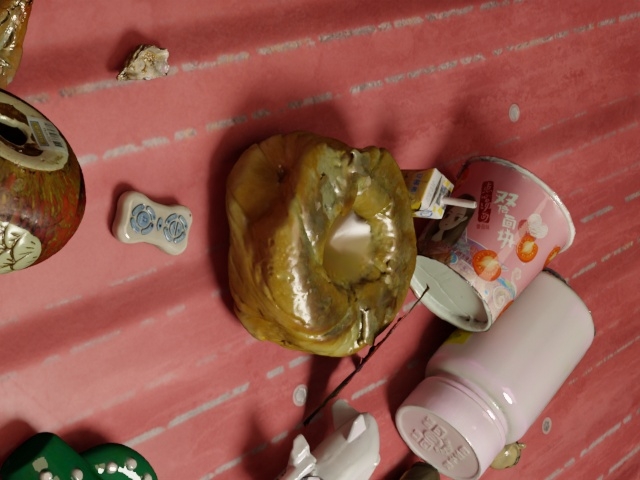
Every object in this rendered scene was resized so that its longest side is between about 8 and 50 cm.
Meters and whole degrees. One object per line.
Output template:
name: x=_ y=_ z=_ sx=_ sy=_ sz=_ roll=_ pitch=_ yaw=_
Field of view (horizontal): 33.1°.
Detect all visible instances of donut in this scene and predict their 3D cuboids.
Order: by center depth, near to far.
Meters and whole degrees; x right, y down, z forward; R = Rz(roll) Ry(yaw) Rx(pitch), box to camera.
donut: x=0.000 y=0.000 z=1.636 sx=0.360 sy=0.170 sz=0.361 roll=-8 pitch=100 yaw=-49

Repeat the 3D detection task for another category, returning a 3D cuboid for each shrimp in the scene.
shrimp: x=-0.391 y=-0.254 z=1.309 sx=0.091 sy=0.043 sz=0.184 roll=38 pitch=74 yaw=-48

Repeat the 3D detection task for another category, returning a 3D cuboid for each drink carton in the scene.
drink carton: x=0.159 y=-0.076 z=1.761 sx=0.074 sy=0.200 sz=0.084 roll=40 pitch=66 yaw=-38

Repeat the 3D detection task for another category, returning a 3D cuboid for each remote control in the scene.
remote control: x=-0.231 y=-0.024 z=1.492 sx=0.122 sy=0.032 sz=0.074 roll=16 pitch=82 yaw=-46

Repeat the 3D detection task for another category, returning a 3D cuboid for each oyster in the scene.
oyster: x=-0.243 y=-0.243 z=1.462 sx=0.093 sy=0.034 sz=0.051 roll=-14 pitch=120 yaw=-55

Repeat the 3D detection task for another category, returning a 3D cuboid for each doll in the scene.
doll: x=0.337 y=0.388 z=2.069 sx=0.179 sy=0.102 sz=0.089 roll=41 pitch=27 yaw=-39

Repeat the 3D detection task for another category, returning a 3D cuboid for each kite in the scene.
kite: x=0.084 y=0.173 z=1.728 sx=0.016 sy=0.234 sz=0.321 roll=40 pitch=75 yaw=7

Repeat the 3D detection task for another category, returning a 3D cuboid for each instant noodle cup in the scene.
instant noodle cup: x=0.282 y=0.012 z=1.882 sx=0.231 sy=0.243 sz=0.243 roll=-48 pitch=125 yaw=-23

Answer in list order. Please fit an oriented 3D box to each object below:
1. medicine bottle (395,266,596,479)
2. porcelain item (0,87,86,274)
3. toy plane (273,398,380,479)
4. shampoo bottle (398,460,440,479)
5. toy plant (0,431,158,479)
medicine bottle: x=0.318 y=0.236 z=1.937 sx=0.378 sy=0.213 sz=0.214 roll=-45 pitch=123 yaw=-30
porcelain item: x=-0.403 y=-0.049 z=1.223 sx=0.253 sy=0.253 sz=0.253 roll=-5 pitch=98 yaw=-45
toy plane: x=-0.001 y=0.377 z=1.689 sx=0.267 sy=0.122 sz=0.267 roll=-38 pitch=143 yaw=-35
shampoo bottle: x=0.091 y=0.524 z=1.832 sx=0.350 sy=0.084 sz=0.126 roll=-48 pitch=133 yaw=-31
toy plant: x=-0.317 y=0.365 z=1.388 sx=0.243 sy=0.112 sz=0.233 roll=35 pitch=68 yaw=-35
